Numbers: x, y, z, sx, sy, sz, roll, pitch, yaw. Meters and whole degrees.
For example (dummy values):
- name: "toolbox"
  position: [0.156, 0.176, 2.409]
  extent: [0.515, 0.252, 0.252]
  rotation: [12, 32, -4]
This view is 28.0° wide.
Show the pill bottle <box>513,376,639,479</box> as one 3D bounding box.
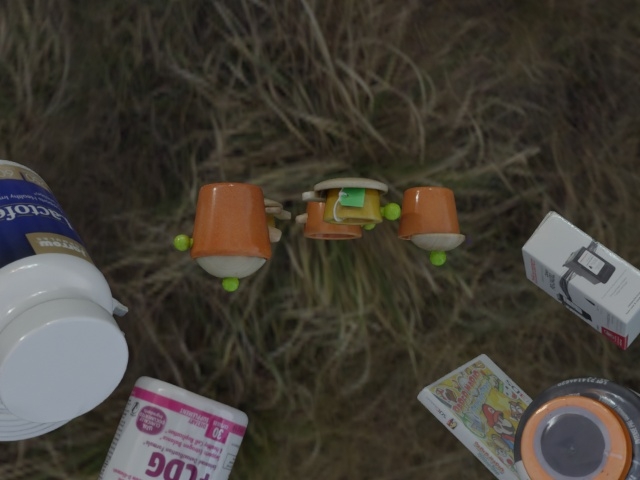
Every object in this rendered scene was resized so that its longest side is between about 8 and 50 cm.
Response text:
- name: "pill bottle"
  position: [0.249, 0.190, 1.146]
  extent: [0.130, 0.130, 0.246]
  rotation: [-36, 158, 13]

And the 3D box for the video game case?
- name: "video game case"
  position: [0.259, 0.260, 1.815]
  extent: [0.206, 0.227, 0.026]
  rotation: [44, 115, 16]

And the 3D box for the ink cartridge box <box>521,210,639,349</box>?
- name: "ink cartridge box"
  position: [0.310, 0.046, 1.486]
  extent: [0.063, 0.150, 0.109]
  rotation: [-49, 157, -8]

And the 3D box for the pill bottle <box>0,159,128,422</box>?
- name: "pill bottle"
  position: [-0.294, 0.048, 1.257]
  extent: [0.153, 0.264, 0.153]
  rotation: [-19, 133, -22]

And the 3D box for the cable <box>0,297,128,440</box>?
- name: "cable"
  position: [-0.393, 0.135, 1.631]
  extent: [0.257, 0.089, 0.257]
  rotation: [40, 85, -27]

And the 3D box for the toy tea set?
- name: "toy tea set"
  position: [0.000, 0.000, 1.523]
  extent: [0.336, 0.200, 0.124]
  rotation: [-2, 83, 19]

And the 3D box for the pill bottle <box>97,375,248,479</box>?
- name: "pill bottle"
  position: [-0.214, 0.334, 1.677]
  extent: [0.160, 0.160, 0.283]
  rotation: [23, 80, -15]
